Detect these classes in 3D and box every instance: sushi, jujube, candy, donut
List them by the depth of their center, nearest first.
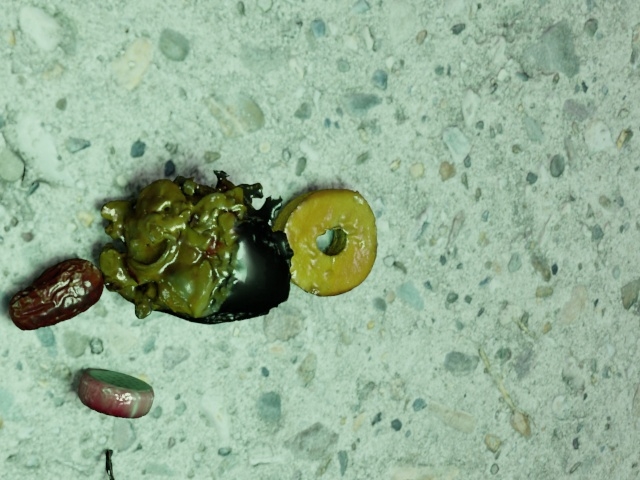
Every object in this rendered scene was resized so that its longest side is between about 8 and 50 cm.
[{"bbox_3d":[-0.342,0.071,1.738,0.129,0.077,0.077,-28,118,-23],"label":"jujube"},{"bbox_3d":[-0.167,0.011,1.793,0.204,0.213,0.200,2,78,-52],"label":"sushi"},{"bbox_3d":[-0.274,0.205,1.805,0.103,0.103,0.043,10,97,-39],"label":"candy"},{"bbox_3d":[0.000,0.000,1.989,0.178,0.065,0.162,5,94,-37],"label":"donut"}]

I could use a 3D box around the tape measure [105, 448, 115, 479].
[{"bbox_3d":[-0.235,0.372,1.875,0.107,0.104,0.179,-20,114,-28],"label":"tape measure"}]
